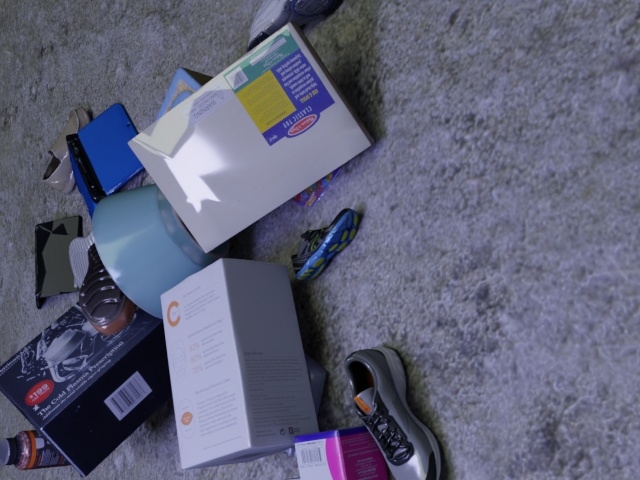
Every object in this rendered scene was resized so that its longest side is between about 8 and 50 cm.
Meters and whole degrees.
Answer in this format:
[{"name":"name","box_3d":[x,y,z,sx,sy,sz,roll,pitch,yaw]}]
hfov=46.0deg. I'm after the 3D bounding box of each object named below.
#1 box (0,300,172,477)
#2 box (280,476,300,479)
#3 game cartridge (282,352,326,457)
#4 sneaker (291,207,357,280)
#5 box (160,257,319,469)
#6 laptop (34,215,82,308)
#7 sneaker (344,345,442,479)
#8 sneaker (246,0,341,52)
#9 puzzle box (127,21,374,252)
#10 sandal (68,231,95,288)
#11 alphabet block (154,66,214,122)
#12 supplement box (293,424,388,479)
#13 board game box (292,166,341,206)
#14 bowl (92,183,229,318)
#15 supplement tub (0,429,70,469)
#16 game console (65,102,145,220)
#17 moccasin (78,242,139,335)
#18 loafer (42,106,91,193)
[{"name":"box","box_3d":[-0.520,0.303,1.729,0.313,0.178,0.343,17,52,46]},{"name":"box","box_3d":[-0.018,0.482,1.374,0.101,0.087,0.101,-22,69,42]},{"name":"game cartridge","box_3d":[-0.109,0.298,1.525,0.297,0.062,0.198,13,89,46]},{"name":"sneaker","box_3d":[0.000,0.000,1.449,0.188,0.067,0.078,-48,59,33]},{"name":"box","box_3d":[-0.160,0.234,1.431,0.215,0.168,0.345,-29,64,40]},{"name":"laptop","box_3d":[-0.802,0.071,2.307,0.264,0.137,0.234,138,129,-65]},{"name":"sneaker","box_3d":[0.110,0.304,1.258,0.100,0.108,0.271,-42,57,31]},{"name":"sneaker","box_3d":[-0.060,-0.503,1.570,0.297,0.111,0.129,-30,57,38]},{"name":"puzzle box","box_3d":[-0.136,-0.189,1.448,0.409,0.052,0.272,-31,97,18]},{"name":"sandal","box_3d":[-0.576,0.053,2.016,0.416,0.102,0.169,-19,84,57]},{"name":"alphabet block","box_3d":[-0.221,-0.233,1.622,0.193,0.197,0.192,47,116,39]},{"name":"supplement box","box_3d":[0.045,0.435,1.291,0.111,0.114,0.219,-21,71,41]},{"name":"board game box","box_3d":[-0.027,-0.151,1.526,0.168,0.033,0.133,-53,50,27]},{"name":"bowl","box_3d":[-0.310,-0.002,1.603,0.163,0.311,0.311,-31,61,20]},{"name":"supplement tub","box_3d":[-0.765,0.568,2.053,0.106,0.198,0.106,-9,77,44]},{"name":"game console","box_3d":[-0.591,-0.195,2.122,0.293,0.173,0.250,56,153,36]},{"name":"moccasin","box_3d":[-0.450,0.112,1.658,0.139,0.147,0.380,-31,24,-9]},{"name":"loafer","box_3d":[-0.764,-0.273,2.264,0.102,0.092,0.268,24,101,45]}]
